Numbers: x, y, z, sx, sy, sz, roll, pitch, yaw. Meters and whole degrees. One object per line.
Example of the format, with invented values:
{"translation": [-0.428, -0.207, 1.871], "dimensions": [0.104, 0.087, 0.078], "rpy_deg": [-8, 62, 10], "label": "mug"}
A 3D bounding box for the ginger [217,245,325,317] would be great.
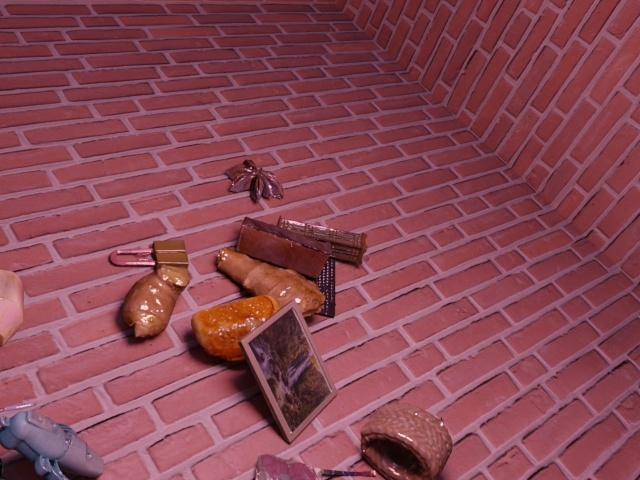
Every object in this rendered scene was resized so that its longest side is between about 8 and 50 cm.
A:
{"translation": [-0.150, 0.115, 1.984], "dimensions": [0.236, 0.166, 0.375], "rpy_deg": [-27, 63, -36], "label": "ginger"}

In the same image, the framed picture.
{"translation": [-0.083, 0.360, 1.730], "dimensions": [0.240, 0.020, 0.324], "rpy_deg": [-33, 104, -45], "label": "framed picture"}

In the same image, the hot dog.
{"translation": [-0.236, 0.262, 1.791], "dimensions": [0.256, 0.153, 0.150], "rpy_deg": [-13, 40, -15], "label": "hot dog"}

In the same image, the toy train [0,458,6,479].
{"translation": [-0.825, 0.456, 1.321], "dimensions": [0.237, 0.150, 0.369], "rpy_deg": [-16, 54, -30], "label": "toy train"}

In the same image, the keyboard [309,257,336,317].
{"translation": [0.009, 0.137, 2.144], "dimensions": [0.100, 0.018, 0.310], "rpy_deg": [15, 43, -11], "label": "keyboard"}

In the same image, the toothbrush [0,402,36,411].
{"translation": [-0.716, 0.370, 1.339], "dimensions": [0.193, 0.019, 0.013], "rpy_deg": [2, 43, -43], "label": "toothbrush"}

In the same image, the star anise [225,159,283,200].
{"translation": [-0.244, -0.222, 2.340], "dimensions": [0.236, 0.093, 0.229], "rpy_deg": [16, 37, -17], "label": "star anise"}

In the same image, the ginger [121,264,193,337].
{"translation": [-0.480, 0.168, 1.783], "dimensions": [0.138, 0.152, 0.267], "rpy_deg": [40, 55, -24], "label": "ginger"}

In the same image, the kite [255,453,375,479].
{"translation": [-0.004, 0.654, 1.594], "dimensions": [0.360, 0.022, 0.204], "rpy_deg": [12, 39, -21], "label": "kite"}

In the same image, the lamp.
{"translation": [0.000, 0.000, 2.200], "dimensions": [0.325, 0.089, 0.090], "rpy_deg": [12, 41, -6], "label": "lamp"}

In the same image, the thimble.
{"translation": [0.237, 0.561, 1.699], "dimensions": [0.229, 0.196, 0.148], "rpy_deg": [12, 30, 31], "label": "thimble"}

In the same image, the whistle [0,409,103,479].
{"translation": [-0.601, 0.461, 1.390], "dimensions": [0.274, 0.093, 0.186], "rpy_deg": [46, 4, -33], "label": "whistle"}

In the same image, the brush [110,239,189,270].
{"translation": [-0.539, 0.049, 1.942], "dimensions": [0.233, 0.047, 0.103], "rpy_deg": [1, 47, -25], "label": "brush"}

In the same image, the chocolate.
{"translation": [-0.123, 0.027, 2.088], "dimensions": [0.321, 0.112, 0.112], "rpy_deg": [18, 19, -7], "label": "chocolate"}

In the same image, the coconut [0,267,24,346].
{"translation": [-0.869, 0.155, 1.561], "dimensions": [0.236, 0.197, 0.237], "rpy_deg": [11, 48, -12], "label": "coconut"}
